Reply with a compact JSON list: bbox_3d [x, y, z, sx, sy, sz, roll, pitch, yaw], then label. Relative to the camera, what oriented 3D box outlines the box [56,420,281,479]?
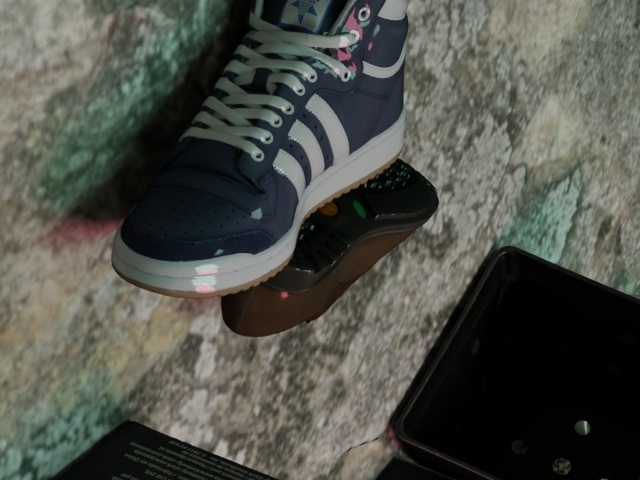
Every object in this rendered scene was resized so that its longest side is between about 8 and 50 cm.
[{"bbox_3d":[-0.132,0.254,1.144,0.270,0.143,0.165,-38,135,-42],"label":"box"}]

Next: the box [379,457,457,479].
[{"bbox_3d":[0.064,0.283,1.519,0.158,0.093,0.156,-46,140,-35],"label":"box"}]

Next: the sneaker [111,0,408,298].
[{"bbox_3d":[-0.030,-0.084,1.168,0.282,0.099,0.153,-40,142,-51],"label":"sneaker"}]

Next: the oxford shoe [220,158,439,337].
[{"bbox_3d":[0.000,0.000,1.305,0.227,0.083,0.096,-28,153,-53],"label":"oxford shoe"}]

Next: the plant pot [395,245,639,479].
[{"bbox_3d":[0.189,0.149,1.582,0.187,0.188,0.167,-58,159,-22],"label":"plant pot"}]

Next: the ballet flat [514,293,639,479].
[{"bbox_3d":[0.331,0.119,1.825,0.483,0.164,0.182,-36,109,-42],"label":"ballet flat"}]
